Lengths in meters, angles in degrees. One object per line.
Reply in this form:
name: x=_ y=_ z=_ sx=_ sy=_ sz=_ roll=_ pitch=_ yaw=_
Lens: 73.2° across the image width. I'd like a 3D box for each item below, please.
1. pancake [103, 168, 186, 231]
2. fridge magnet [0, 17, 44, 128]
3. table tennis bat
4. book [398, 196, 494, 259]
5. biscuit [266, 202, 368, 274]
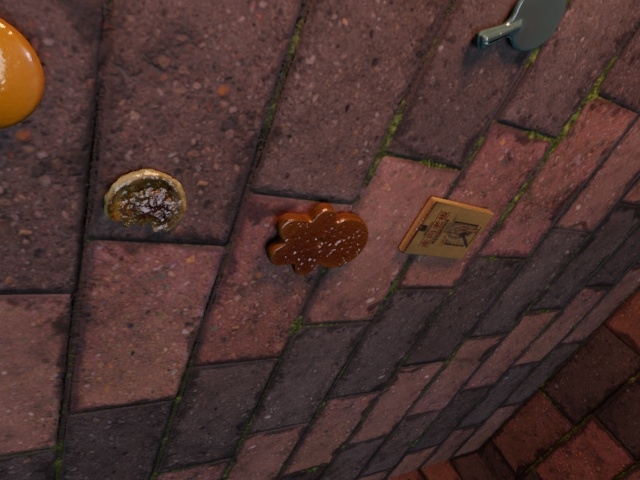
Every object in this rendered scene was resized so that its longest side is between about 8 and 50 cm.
pancake: x=-0.286 y=-0.065 z=0.712 sx=0.130 sy=0.022 sz=0.116 roll=3 pitch=126 yaw=-38
fridge magnet: x=-0.403 y=-0.197 z=0.496 sx=0.143 sy=0.063 sz=0.142 roll=-17 pitch=134 yaw=-19
table tennis bat: x=0.368 y=-0.398 z=0.786 sx=0.201 sy=0.033 sz=0.124 roll=-27 pitch=134 yaw=-10
book: x=0.323 y=-0.026 z=1.094 sx=0.231 sy=0.026 sz=0.161 roll=6 pitch=124 yaw=-34
biscuit: x=0.000 y=0.000 z=0.921 sx=0.237 sy=0.039 sz=0.179 roll=4 pitch=123 yaw=-34
